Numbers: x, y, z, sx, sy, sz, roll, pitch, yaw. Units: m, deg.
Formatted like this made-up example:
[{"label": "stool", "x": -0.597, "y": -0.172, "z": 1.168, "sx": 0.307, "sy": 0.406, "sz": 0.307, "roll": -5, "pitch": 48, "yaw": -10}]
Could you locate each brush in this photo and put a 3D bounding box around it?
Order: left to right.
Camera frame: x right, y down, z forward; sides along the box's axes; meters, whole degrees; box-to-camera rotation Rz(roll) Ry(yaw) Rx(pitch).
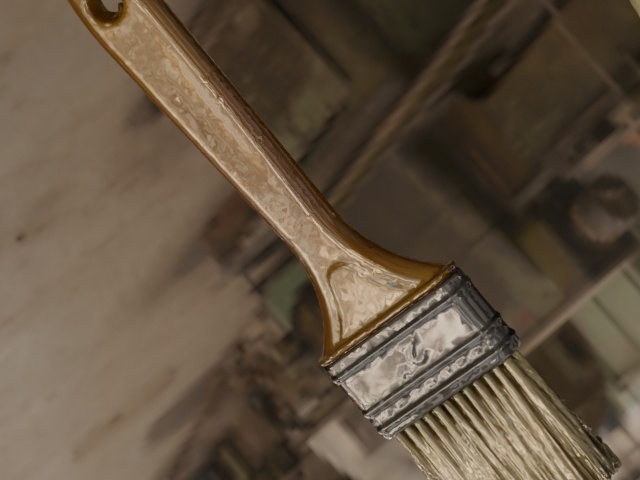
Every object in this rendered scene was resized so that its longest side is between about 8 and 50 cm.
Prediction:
[{"label": "brush", "x": 0.000, "y": 0.000, "z": 0.418, "sx": 0.043, "sy": 0.170, "sz": 0.014, "roll": -38, "pitch": -173, "yaw": 28}]

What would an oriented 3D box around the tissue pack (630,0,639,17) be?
[{"label": "tissue pack", "x": 0.251, "y": -0.225, "z": 0.687, "sx": 0.331, "sy": 0.205, "sz": 0.405, "roll": -25, "pitch": 142, "yaw": 6}]
